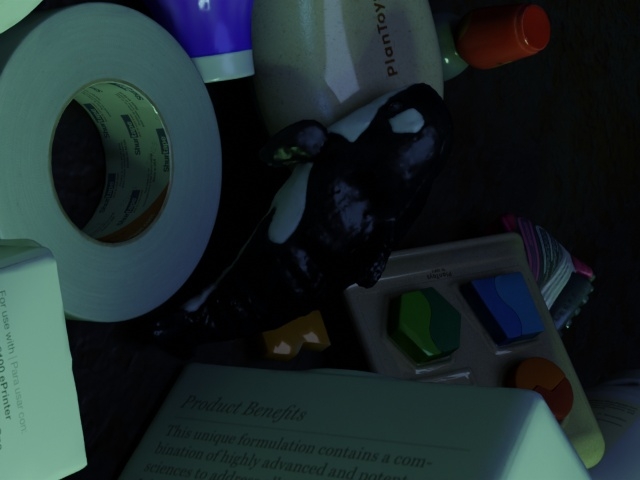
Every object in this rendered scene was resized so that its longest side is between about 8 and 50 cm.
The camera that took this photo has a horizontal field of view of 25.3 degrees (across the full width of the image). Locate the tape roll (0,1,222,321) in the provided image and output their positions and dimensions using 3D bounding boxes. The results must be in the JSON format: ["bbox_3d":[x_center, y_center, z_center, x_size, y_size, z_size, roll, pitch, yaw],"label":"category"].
[{"bbox_3d":[-0.168,-0.053,0.992,0.219,0.072,0.219,0,91,-50],"label":"tape roll"}]

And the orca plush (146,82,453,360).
[{"bbox_3d":[0.000,0.000,1.067,0.287,0.102,0.151,-31,127,-11],"label":"orca plush"}]

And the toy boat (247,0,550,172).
[{"bbox_3d":[0.052,-0.160,1.227,0.318,0.148,0.267,-14,97,-43],"label":"toy boat"}]

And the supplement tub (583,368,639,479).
[{"bbox_3d":[0.274,0.289,1.409,0.325,0.235,0.235,-35,116,-46],"label":"supplement tub"}]

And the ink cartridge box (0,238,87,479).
[{"bbox_3d":[-0.305,0.093,0.701,0.307,0.223,0.129,-20,106,-49],"label":"ink cartridge box"}]

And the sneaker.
[{"bbox_3d":[0.146,0.102,1.365,0.112,0.121,0.299,43,54,-7],"label":"sneaker"}]

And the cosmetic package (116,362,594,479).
[{"bbox_3d":[0.011,0.340,1.009,0.327,0.329,0.394,54,52,-35],"label":"cosmetic package"}]

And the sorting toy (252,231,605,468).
[{"bbox_3d":[0.100,0.114,1.230,0.307,0.041,0.229,-9,72,-33],"label":"sorting toy"}]

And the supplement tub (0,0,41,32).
[{"bbox_3d":[-0.267,-0.214,0.600,0.331,0.241,0.241,11,81,-61],"label":"supplement tub"}]

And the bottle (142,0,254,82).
[{"bbox_3d":[-0.099,-0.259,1.058,0.118,0.092,0.283,-18,104,-53],"label":"bottle"}]
